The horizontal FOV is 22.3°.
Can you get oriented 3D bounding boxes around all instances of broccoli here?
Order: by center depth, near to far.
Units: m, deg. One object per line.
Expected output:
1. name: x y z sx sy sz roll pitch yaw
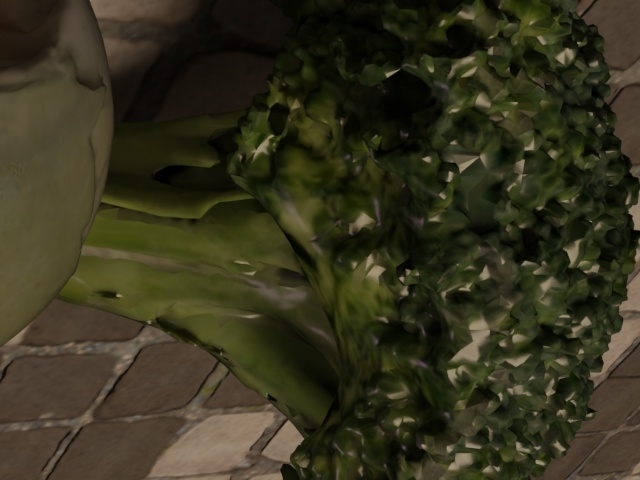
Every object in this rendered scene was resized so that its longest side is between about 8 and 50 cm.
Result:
1. broccoli: 0.022 -0.005 0.799 0.249 0.302 0.375 -32 131 -38

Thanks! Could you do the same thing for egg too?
1. egg: -0.179 -0.033 0.655 0.183 0.183 0.217 -8 153 -30
